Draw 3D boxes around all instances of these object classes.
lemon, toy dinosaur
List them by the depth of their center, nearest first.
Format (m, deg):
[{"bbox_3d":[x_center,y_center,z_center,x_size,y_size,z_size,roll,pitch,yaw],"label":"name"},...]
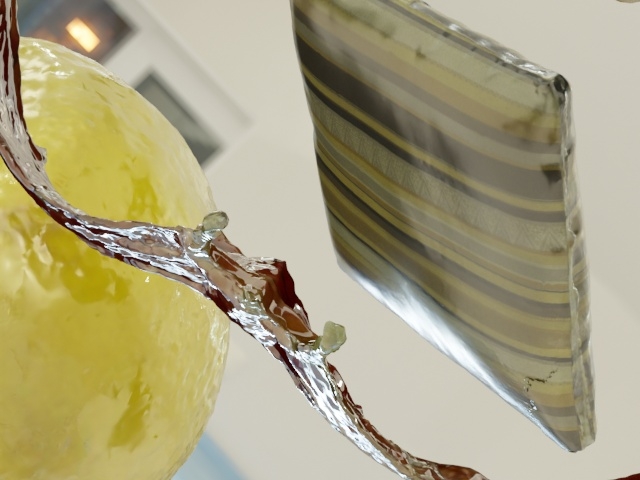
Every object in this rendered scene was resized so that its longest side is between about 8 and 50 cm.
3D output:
[{"bbox_3d":[0.005,0.003,0.693,0.327,0.113,0.206,37,-4,26],"label":"toy dinosaur"},{"bbox_3d":[-0.213,0.040,1.175,0.348,0.348,0.348,47,1,-1],"label":"lemon"}]

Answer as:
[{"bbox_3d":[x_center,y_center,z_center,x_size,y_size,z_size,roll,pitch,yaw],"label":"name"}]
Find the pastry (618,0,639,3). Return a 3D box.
[{"bbox_3d":[0.183,-0.211,0.687,0.356,0.164,0.356,53,-21,31],"label":"pastry"}]

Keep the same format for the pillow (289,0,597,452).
[{"bbox_3d":[0.057,-0.025,0.897,0.208,0.052,0.212,39,-32,45],"label":"pillow"}]
